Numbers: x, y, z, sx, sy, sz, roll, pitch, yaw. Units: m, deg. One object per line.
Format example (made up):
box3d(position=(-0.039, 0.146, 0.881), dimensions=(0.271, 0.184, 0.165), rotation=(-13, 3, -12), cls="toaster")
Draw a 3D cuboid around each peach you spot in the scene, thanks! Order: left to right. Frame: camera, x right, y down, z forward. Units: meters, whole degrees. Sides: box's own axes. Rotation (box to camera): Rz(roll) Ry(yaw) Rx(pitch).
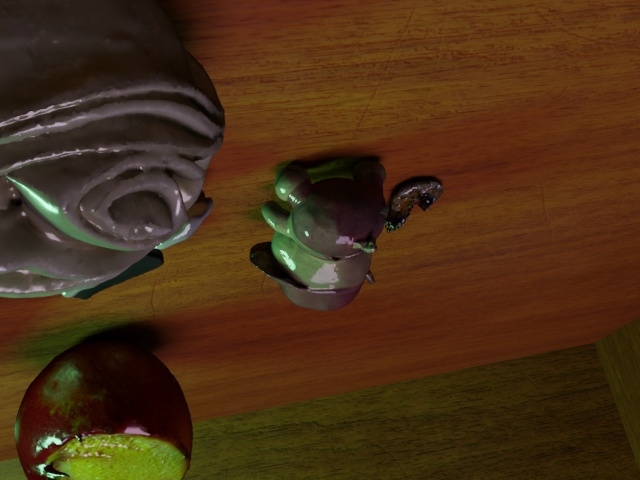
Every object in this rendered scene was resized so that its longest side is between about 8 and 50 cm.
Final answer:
box3d(position=(-0.438, 0.370, 1.627), dimensions=(0.334, 0.310, 0.406), rotation=(-25, 146, -4), cls="peach")

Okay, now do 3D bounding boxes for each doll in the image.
box3d(position=(0.001, -0.003, 1.175), dimensions=(0.196, 0.152, 0.256), rotation=(19, 140, 2), cls="doll")

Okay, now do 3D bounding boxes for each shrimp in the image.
box3d(position=(0.149, -0.053, 1.297), dimensions=(0.091, 0.034, 0.161), rotation=(-8, 158, -16), cls="shrimp")

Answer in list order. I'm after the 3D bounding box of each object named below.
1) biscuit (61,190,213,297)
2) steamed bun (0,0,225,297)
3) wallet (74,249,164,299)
box3d(position=(-0.319, -0.047, 0.898), dimensions=(0.282, 0.064, 0.432), rotation=(-28, 152, 7), cls="biscuit")
box3d(position=(-0.236, -0.064, 0.676), dimensions=(0.324, 0.220, 0.310), rotation=(-33, 146, 9), cls="steamed bun")
box3d(position=(-0.387, 0.002, 1.075), dimensions=(0.197, 0.051, 0.377), rotation=(-23, 155, 24), cls="wallet")
